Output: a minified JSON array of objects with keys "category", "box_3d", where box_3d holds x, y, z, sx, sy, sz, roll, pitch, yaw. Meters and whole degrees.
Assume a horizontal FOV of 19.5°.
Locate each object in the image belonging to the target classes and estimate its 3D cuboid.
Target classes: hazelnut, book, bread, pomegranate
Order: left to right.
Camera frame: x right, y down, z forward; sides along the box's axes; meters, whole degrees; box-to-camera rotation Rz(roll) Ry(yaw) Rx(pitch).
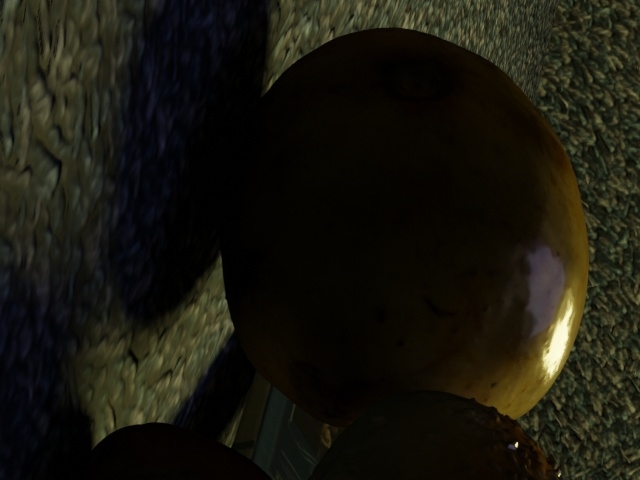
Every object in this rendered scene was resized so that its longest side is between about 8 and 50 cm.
[{"category":"hazelnut","box_3d":[-0.091,0.179,1.036,0.150,0.150,0.150,16,90,-80]},{"category":"book","box_3d":[0.005,0.161,1.393,0.191,0.025,0.269,59,21,-22]},{"category":"pomegranate","box_3d":[0.055,0.003,1.172,0.260,0.260,0.260,16,90,-80]},{"category":"bread","box_3d":[0.061,0.236,1.023,0.305,0.159,0.305,11,90,-78]}]
